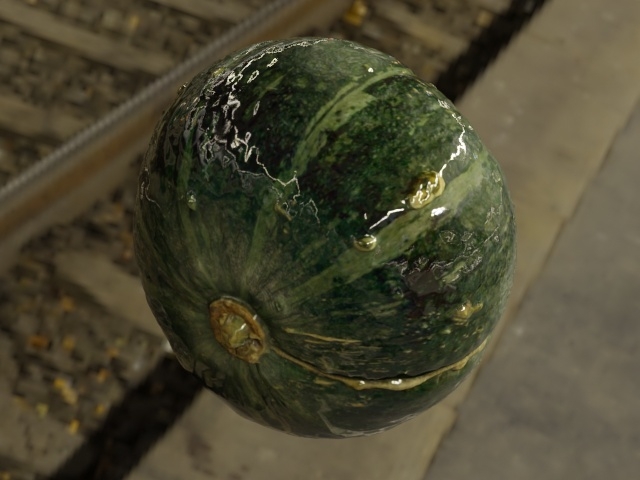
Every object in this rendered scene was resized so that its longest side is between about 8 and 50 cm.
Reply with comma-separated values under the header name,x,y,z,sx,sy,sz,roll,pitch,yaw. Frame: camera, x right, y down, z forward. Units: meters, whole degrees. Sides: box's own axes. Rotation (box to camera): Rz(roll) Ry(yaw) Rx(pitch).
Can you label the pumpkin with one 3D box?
name,x,y,z,sx,sy,sz,roll,pitch,yaw
pumpkin,0.000,-0.001,0.829,0.190,0.190,0.146,31,34,19
